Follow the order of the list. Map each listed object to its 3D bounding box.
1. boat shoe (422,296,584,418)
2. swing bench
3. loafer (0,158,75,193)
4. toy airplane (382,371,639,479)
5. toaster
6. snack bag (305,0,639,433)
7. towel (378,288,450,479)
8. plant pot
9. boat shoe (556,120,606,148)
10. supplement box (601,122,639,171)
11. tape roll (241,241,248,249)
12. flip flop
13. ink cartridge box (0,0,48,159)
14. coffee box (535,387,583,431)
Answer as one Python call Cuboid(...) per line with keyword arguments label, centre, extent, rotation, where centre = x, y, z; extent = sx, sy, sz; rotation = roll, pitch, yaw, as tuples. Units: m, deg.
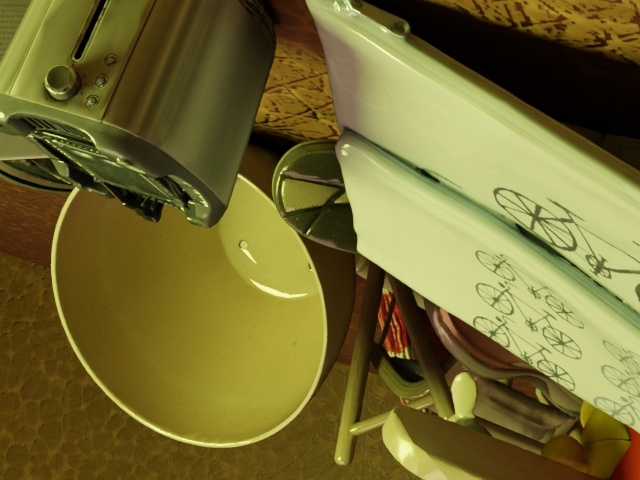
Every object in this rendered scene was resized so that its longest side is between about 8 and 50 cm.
Cuboid(label="boat shoe", centre=(0.224, 0.078, 1.669), extent=(0.116, 0.123, 0.324), rotation=(-27, 146, 33))
Cuboid(label="swing bench", centre=(0.146, 0.127, 1.782), extent=(0.165, 0.254, 0.253), rotation=(-26, 144, 35))
Cuboid(label="loafer", centre=(-0.278, -0.121, 1.519), extent=(0.302, 0.109, 0.095), rotation=(30, 163, -38))
Cuboid(label="toy airplane", centre=(0.279, 0.245, 1.451), extent=(0.384, 0.272, 0.386), rotation=(-21, -112, -42))
Cuboid(label="toaster", centre=(-0.108, -0.102, 1.077), extent=(0.129, 0.146, 0.227), rotation=(18, 171, 19))
Cuboid(label="snack bag", centre=(0.132, 0.006, 1.074), extent=(0.323, 0.037, 0.342), rotation=(35, 163, 20))
Cuboid(label="towel", centre=(0.164, 0.197, 2.008), extent=(0.037, 0.329, 0.237), rotation=(-29, 147, 23))
Cuboid(label="plant pot", centre=(-0.080, 0.022, 1.576), extent=(0.284, 0.284, 0.191), rotation=(16, -153, 21))
Cuboid(label="boat shoe", centre=(0.143, -0.016, 1.215), extent=(0.095, 0.084, 0.258), rotation=(21, 164, -8))
Cuboid(label="supplement box", centre=(0.217, -0.021, 1.072), extent=(0.083, 0.083, 0.056), rotation=(14, 170, 38))
Cuboid(label="tape roll", centre=(-0.106, 0.080, 2.193), extent=(0.246, 0.169, 0.246), rotation=(19, 171, 3))
Cuboid(label="flip flop", centre=(0.090, -0.016, 1.392), extent=(0.277, 0.112, 0.080), rotation=(19, -162, -12))
Cuboid(label="ink cartridge box", centre=(-0.386, -0.129, 1.224), extent=(0.272, 0.130, 0.309), rotation=(12, -167, 42))
Cuboid(label="coffee box", centre=(0.379, 0.209, 1.839), extent=(0.168, 0.119, 0.297), rotation=(60, 162, -9))
